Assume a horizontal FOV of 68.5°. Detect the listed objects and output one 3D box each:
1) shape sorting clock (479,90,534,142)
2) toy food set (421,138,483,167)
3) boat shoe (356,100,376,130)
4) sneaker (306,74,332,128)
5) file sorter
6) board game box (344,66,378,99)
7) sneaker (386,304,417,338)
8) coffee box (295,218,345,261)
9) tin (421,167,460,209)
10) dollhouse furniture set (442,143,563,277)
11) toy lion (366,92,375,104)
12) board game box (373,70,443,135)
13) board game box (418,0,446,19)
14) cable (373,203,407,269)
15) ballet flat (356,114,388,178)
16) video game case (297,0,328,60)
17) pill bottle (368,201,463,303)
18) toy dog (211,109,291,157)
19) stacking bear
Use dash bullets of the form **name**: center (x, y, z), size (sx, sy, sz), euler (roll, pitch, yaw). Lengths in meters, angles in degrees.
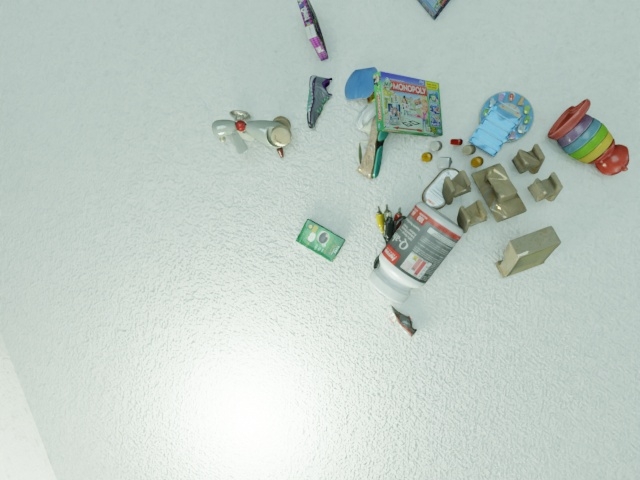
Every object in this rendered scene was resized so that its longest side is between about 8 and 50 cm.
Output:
- **shape sorting clock**: center (0.732, -0.487, 1.848), size (0.206, 0.040, 0.206), euler (0, 90, 9)
- **toy food set**: center (0.529, -0.349, 1.871), size (0.232, 0.104, 0.111), euler (7, 105, 27)
- **boat shoe**: center (0.255, -0.536, 1.895), size (0.258, 0.084, 0.095), euler (-40, 106, 8)
- **sneaker**: center (-0.003, -0.576, 1.954), size (0.098, 0.083, 0.223), euler (4, 90, 5)
- **file sorter**: center (0.667, -0.427, 1.790), size (0.118, 0.104, 0.170), euler (34, 100, 9)
- **board game box**: center (0.176, -0.638, 1.928), size (0.169, 0.033, 0.133), euler (9, 83, 42)
- **sneaker**: center (0.332, 0.322, 1.913), size (0.065, 0.061, 0.158), euler (-34, 85, -19)
- **coffee box**: center (0.000, 0.000, 1.969), size (0.184, 0.040, 0.113), euler (29, 95, 9)
- **tin**: center (0.490, -0.209, 1.891), size (0.106, 0.040, 0.189), euler (42, 96, 12)
- **dollhouse furniture set**: center (0.707, -0.095, 1.783), size (0.362, 0.256, 0.394), euler (-21, 67, 2)
- **toy lion**: center (0.240, -0.597, 1.939), size (0.100, 0.034, 0.096), euler (-5, 96, 9)
- **board game box**: center (0.341, -0.517, 1.807), size (0.317, 0.046, 0.213), euler (-4, 90, -34)
- **board game box**: center (0.445, -1.030, 1.889), size (0.194, 0.060, 0.194), euler (38, 96, 7)
- **cable**: center (0.286, -0.003, 1.929), size (0.140, 0.072, 0.287), euler (3, 103, -7)
- **ballet flat**: center (0.207, -0.402, 1.872), size (0.106, 0.108, 0.315), euler (23, 113, 22)
- **video game case**: center (-0.033, -0.863, 1.883), size (0.042, 0.232, 0.210), euler (-17, 87, 11)
- **pill bottle**: center (0.357, 0.050, 1.800), size (0.210, 0.210, 0.362), euler (36, 103, 8)
- **toy dog**: center (-0.268, -0.425, 1.961), size (0.334, 0.220, 0.160), euler (12, 123, 17)
- **stacking bear**: center (1.015, -0.358, 1.747), size (0.289, 0.175, 0.164), euler (40, 94, 0)
